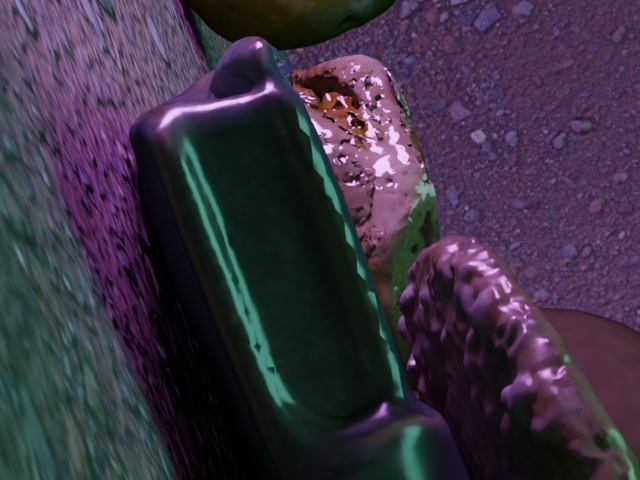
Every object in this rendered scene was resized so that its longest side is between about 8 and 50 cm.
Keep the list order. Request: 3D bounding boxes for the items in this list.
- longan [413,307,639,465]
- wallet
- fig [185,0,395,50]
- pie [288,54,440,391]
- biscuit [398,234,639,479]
[{"bbox_3d":[0.131,0.157,1.002,0.248,0.248,0.248,-22,90,-87],"label":"longan"},{"bbox_3d":[0.018,0.105,0.677,0.252,0.083,0.360,-149,-144,-86],"label":"wallet"},{"bbox_3d":[-0.040,-0.218,1.306,0.233,0.167,0.167,26,36,-50],"label":"fig"},{"bbox_3d":[0.000,0.000,0.857,0.193,0.079,0.163,-30,-104,68],"label":"pie"},{"bbox_3d":[0.062,0.064,0.669,0.250,0.032,0.133,111,-43,-79],"label":"biscuit"}]
